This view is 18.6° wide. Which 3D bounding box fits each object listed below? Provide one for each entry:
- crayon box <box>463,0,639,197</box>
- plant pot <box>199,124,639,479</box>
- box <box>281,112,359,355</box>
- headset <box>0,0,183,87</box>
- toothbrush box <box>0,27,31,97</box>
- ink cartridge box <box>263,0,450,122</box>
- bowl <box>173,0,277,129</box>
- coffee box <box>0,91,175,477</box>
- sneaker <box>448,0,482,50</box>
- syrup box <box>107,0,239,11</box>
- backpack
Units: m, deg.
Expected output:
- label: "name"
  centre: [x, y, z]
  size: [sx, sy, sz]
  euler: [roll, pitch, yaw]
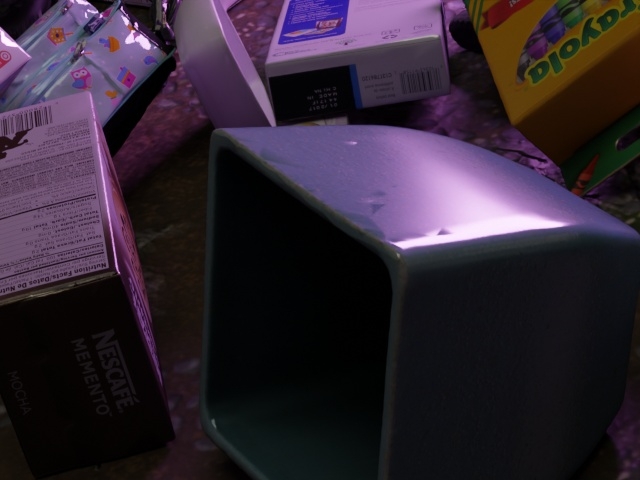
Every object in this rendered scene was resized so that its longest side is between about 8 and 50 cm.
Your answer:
- label: "crayon box"
  centre: [0.241, -0.207, 1.729]
  size: [0.202, 0.081, 0.318]
  euler: [-37, 41, 20]
- label: "plant pot"
  centre: [0.083, 0.055, 1.385]
  size: [0.252, 0.247, 0.247]
  euler: [-11, 28, -31]
- label: "box"
  centre: [0.000, 0.000, 1.646]
  size: [0.067, 0.063, 0.324]
  euler: [-10, 33, 7]
- label: "headset"
  centre: [-0.339, -0.253, 2.030]
  size: [0.394, 0.243, 0.185]
  euler: [7, 60, 0]
- label: "toothbrush box"
  centre: [-0.409, -0.082, 1.730]
  size: [0.206, 0.122, 0.283]
  euler: [-48, 3, -42]
- label: "ink cartridge box"
  centre: [0.040, -0.198, 1.888]
  size: [0.165, 0.065, 0.332]
  euler: [-9, 20, 7]
- label: "bowl"
  centre: [-0.095, -0.164, 1.863]
  size: [0.053, 0.142, 0.142]
  euler: [-24, 33, 6]
- label: "coffee box"
  centre: [-0.208, 0.029, 1.585]
  size: [0.119, 0.168, 0.297]
  euler: [-15, 34, -2]
- label: "sneaker"
  centre: [0.193, -0.221, 1.917]
  size: [0.170, 0.051, 0.089]
  euler: [16, 48, 42]
- label: "syrup box"
  centre: [-0.184, -0.320, 2.164]
  size: [0.237, 0.096, 0.093]
  euler: [11, 40, 35]
- label: "backpack"
  centre: [-0.242, -0.128, 1.830]
  size: [0.166, 0.144, 0.188]
  euler: [-40, 19, 49]
